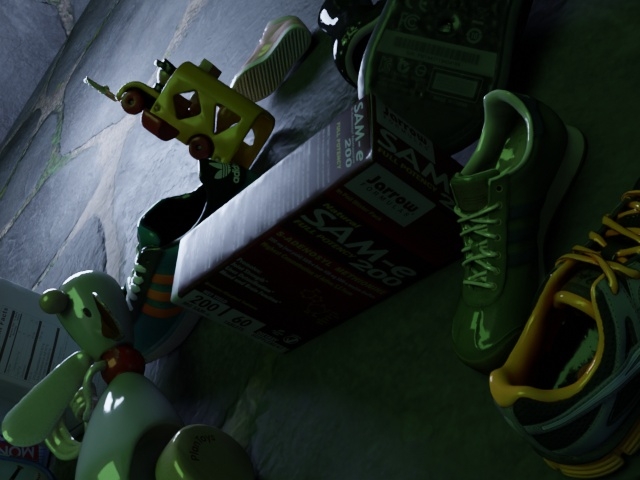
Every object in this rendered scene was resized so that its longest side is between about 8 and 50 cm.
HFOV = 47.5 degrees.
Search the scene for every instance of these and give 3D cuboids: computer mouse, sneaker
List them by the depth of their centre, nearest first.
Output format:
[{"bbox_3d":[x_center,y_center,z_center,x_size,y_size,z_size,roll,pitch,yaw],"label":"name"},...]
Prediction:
[{"bbox_3d":[0.168,0.024,0.394,0.084,0.083,0.215,21,80,59],"label":"sneaker"},{"bbox_3d":[0.114,-0.014,0.492,0.064,0.086,0.192,3,67,54],"label":"sneaker"},{"bbox_3d":[0.122,-0.190,0.605,0.188,0.072,0.272,22,90,13],"label":"computer mouse"},{"bbox_3d":[-0.171,0.022,0.817,0.302,0.121,0.108,-45,35,23],"label":"sneaker"},{"bbox_3d":[-0.067,-0.240,0.954,0.134,0.051,0.070,-42,35,20],"label":"sneaker"}]

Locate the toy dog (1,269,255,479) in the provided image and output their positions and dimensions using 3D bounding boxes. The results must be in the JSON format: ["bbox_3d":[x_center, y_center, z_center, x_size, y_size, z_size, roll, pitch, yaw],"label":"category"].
[{"bbox_3d":[-0.212,0.161,0.667,0.333,0.161,0.220,29,96,41],"label":"toy dog"}]

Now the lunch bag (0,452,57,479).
[{"bbox_3d":[-0.419,0.335,0.752,0.115,0.303,0.243,-56,29,31],"label":"lunch bag"}]

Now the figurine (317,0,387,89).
[{"bbox_3d":[0.084,-0.271,0.747,0.215,0.092,0.209,-47,30,17],"label":"figurine"}]

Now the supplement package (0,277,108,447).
[{"bbox_3d":[-0.395,0.146,0.907,0.139,0.244,0.134,-35,40,32],"label":"supplement package"}]

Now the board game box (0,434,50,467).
[{"bbox_3d":[-0.433,0.282,0.942,0.060,0.194,0.194,-39,52,32],"label":"board game box"}]

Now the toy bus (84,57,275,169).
[{"bbox_3d":[-0.153,-0.165,0.877,0.104,0.202,0.191,-56,38,3],"label":"toy bus"}]

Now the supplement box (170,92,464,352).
[{"bbox_3d":[0.000,0.000,0.596,0.239,0.130,0.073,-34,40,35],"label":"supplement box"}]
